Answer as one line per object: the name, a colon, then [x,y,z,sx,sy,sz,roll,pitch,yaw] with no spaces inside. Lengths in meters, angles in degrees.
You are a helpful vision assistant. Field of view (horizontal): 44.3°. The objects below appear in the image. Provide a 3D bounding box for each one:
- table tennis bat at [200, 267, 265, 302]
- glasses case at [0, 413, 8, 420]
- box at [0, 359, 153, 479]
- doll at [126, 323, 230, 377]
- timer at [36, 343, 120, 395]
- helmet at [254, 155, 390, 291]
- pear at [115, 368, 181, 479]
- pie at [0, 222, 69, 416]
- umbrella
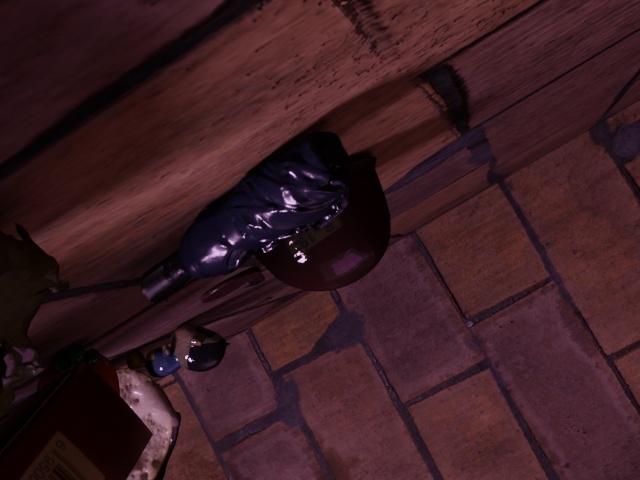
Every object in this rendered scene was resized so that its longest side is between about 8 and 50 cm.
table tennis bat: [-0.125,0.066,1.197,0.095,0.014,0.158,-33,171,18]
glasses case: [-0.370,0.172,0.708,0.075,0.049,0.218,-33,174,1]
box: [-0.390,0.334,0.766,0.385,0.122,0.344,-35,-167,25]
doll: [-0.249,0.192,1.385,0.180,0.088,0.102,-6,174,1]
timer: [-0.286,0.180,0.940,0.099,0.136,0.136,4,162,-18]
helmet: [0.000,0.000,0.796,0.175,0.106,0.155,-26,174,5]
pear: [-0.394,0.321,1.370,0.267,0.266,0.178,-26,-155,-32]
pie: [-0.264,0.094,0.293,0.355,0.102,0.288,-29,167,-15]
umbrella: [-0.068,-0.001,0.619,0.248,0.070,0.071,-35,173,33]
